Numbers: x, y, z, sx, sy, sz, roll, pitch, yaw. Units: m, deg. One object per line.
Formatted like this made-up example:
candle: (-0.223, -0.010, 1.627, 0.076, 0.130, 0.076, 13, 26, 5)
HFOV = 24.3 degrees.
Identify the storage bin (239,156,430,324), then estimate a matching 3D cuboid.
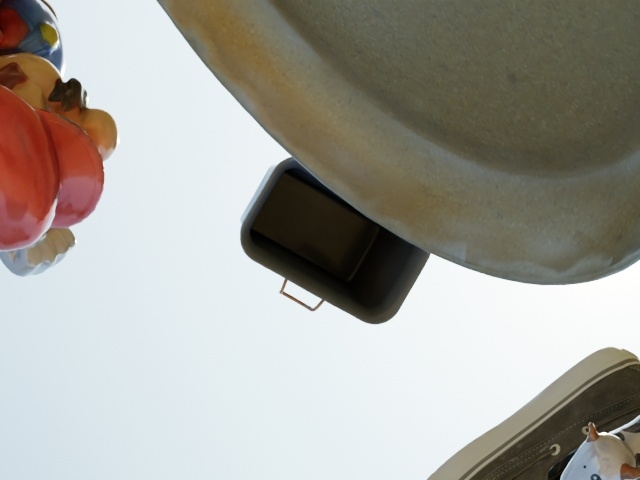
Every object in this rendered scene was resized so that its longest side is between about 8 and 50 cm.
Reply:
storage bin: (0.000, 0.000, 1.118, 0.135, 0.098, 0.091, 29, -179, -15)

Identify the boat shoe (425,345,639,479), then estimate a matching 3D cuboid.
boat shoe: (0.139, 0.163, 0.954, 0.076, 0.228, 0.080, 41, 162, 44)

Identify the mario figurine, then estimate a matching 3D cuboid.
mario figurine: (-0.191, -0.108, 1.018, 0.198, 0.170, 0.320, 54, -165, -38)

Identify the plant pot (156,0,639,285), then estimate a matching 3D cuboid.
plant pot: (0.009, -0.090, 0.378, 0.032, 0.236, 0.236, -40, -91, -21)

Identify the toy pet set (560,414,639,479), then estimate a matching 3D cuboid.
toy pet set: (0.123, 0.073, 0.355, 0.122, 0.114, 0.065, 43, 167, 24)
